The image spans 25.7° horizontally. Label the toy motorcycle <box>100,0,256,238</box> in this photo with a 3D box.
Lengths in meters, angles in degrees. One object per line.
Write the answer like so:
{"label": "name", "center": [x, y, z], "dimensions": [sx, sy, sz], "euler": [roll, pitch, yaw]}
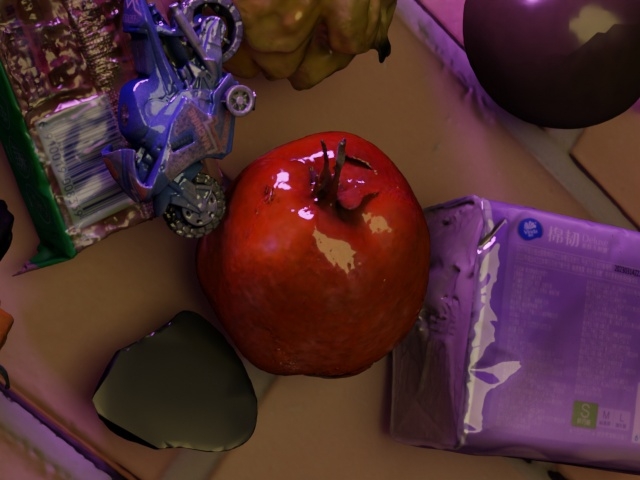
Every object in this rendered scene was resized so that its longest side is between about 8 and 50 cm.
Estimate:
{"label": "toy motorcycle", "center": [-0.121, -0.104, 1.139], "dimensions": [0.114, 0.076, 0.205], "euler": [2, 98, -30]}

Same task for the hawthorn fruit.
{"label": "hawthorn fruit", "center": [0.000, 0.000, 1.211], "dimensions": [0.211, 0.299, 0.211], "euler": [3, 65, -7]}

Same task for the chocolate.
{"label": "chocolate", "center": [-0.137, 0.129, 1.241], "dimensions": [0.148, 0.080, 0.125], "euler": [5, 72, -22]}

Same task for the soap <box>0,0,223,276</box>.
{"label": "soap", "center": [-0.202, -0.129, 1.181], "dimensions": [0.218, 0.098, 0.273], "euler": [-28, 112, -26]}

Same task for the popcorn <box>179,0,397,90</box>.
{"label": "popcorn", "center": [-0.014, -0.275, 1.257], "dimensions": [0.215, 0.252, 0.286], "euler": [14, 43, 12]}

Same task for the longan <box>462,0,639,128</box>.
{"label": "longan", "center": [0.251, -0.210, 1.416], "dimensions": [0.220, 0.196, 0.197], "euler": [-9, 91, -24]}

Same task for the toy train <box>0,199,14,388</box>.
{"label": "toy train", "center": [-0.395, -0.033, 1.062], "dimensions": [0.429, 0.178, 0.249], "euler": [37, 60, -21]}

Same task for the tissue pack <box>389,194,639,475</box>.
{"label": "tissue pack", "center": [0.241, 0.105, 1.406], "dimensions": [0.338, 0.160, 0.242], "euler": [12, 79, -27]}
